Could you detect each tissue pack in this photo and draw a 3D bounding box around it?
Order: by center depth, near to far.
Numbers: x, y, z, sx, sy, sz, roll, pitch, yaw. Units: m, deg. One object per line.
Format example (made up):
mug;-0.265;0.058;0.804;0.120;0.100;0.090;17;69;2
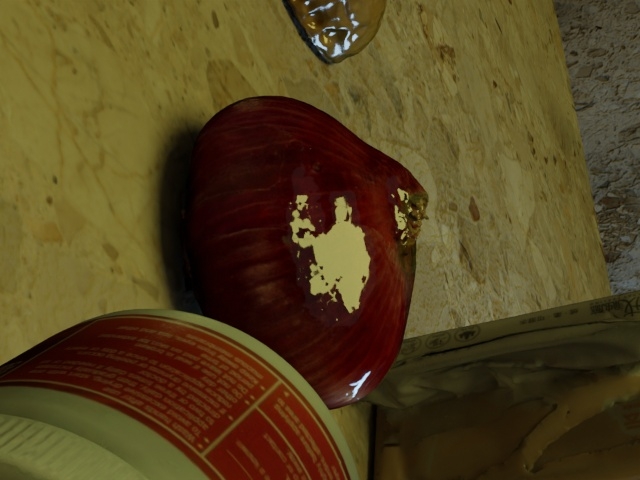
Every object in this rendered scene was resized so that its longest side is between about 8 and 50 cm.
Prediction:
tissue pack;0.199;0.155;1.183;0.238;0.305;0.239;-13;90;-71

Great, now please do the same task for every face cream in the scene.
face cream;-0.096;0.146;0.543;0.187;0.201;0.201;-37;111;-68

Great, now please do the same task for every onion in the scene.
onion;-0.011;0.003;0.965;0.248;0.161;0.248;32;42;-33

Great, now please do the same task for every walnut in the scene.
walnut;0.021;-0.279;1.323;0.211;0.087;0.167;41;43;-58
